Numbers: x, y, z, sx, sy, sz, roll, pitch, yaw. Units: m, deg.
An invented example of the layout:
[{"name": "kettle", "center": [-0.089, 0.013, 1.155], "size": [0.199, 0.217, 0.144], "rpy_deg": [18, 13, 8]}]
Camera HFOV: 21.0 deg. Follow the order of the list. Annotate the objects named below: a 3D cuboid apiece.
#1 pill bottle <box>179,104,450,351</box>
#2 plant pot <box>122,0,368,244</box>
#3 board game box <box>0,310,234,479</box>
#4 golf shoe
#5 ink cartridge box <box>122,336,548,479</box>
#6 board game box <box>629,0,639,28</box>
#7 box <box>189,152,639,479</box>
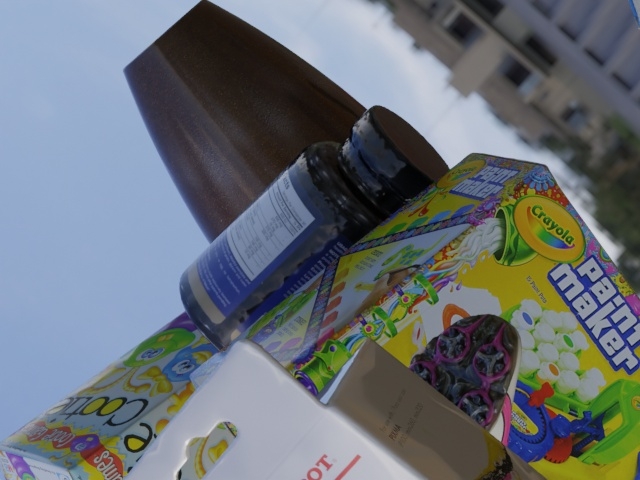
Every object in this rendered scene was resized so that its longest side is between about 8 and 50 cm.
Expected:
[{"name": "pill bottle", "center": [0.000, 0.000, 1.379], "size": [0.123, 0.219, 0.123], "rpy_deg": [40, -161, -17]}, {"name": "plant pot", "center": [-0.078, -0.114, 1.688], "size": [0.230, 0.215, 0.215], "rpy_deg": [48, -164, -8]}, {"name": "board game box", "center": [-0.148, 0.190, 1.664], "size": [0.144, 0.275, 0.142], "rpy_deg": [5, 123, 50]}, {"name": "golf shoe", "center": [0.076, 0.130, 1.028], "size": [0.067, 0.186, 0.086], "rpy_deg": [27, -171, 33]}, {"name": "ink cartridge box", "center": [0.025, 0.123, 0.705], "size": [0.198, 0.115, 0.067], "rpy_deg": [40, -153, -1]}, {"name": "board game box", "center": [0.368, -0.375, 1.467], "size": [0.086, 0.308, 0.301], "rpy_deg": [-59, -51, -66]}, {"name": "box", "center": [0.110, 0.136, 1.242], "size": [0.290, 0.279, 0.177], "rpy_deg": [54, 174, -12]}]
